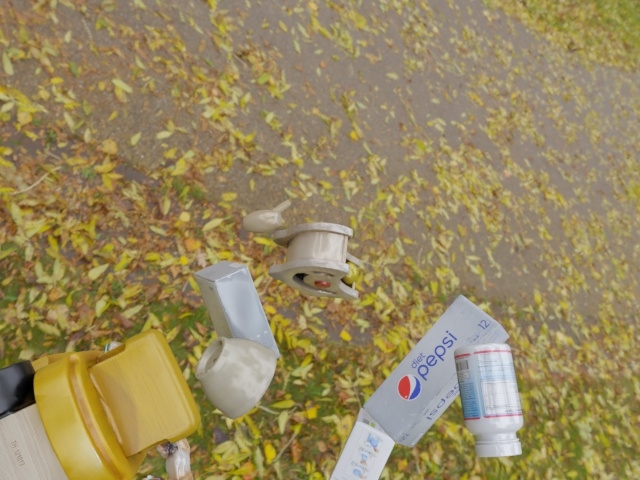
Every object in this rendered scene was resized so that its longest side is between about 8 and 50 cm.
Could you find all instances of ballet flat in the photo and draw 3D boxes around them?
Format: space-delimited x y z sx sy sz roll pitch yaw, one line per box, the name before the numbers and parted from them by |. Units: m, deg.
ballet flat | -0.516 0.328 1.434 0.067 0.206 0.073 6 54 -11

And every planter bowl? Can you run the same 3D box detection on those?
planter bowl | -0.182 0.262 1.115 0.109 0.162 0.162 40 44 -23

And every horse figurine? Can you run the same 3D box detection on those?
horse figurine | -0.358 0.525 1.305 0.174 0.066 0.263 39 20 -53

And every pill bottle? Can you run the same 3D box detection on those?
pill bottle | 0.257 0.241 0.838 0.087 0.087 0.160 11 66 -38

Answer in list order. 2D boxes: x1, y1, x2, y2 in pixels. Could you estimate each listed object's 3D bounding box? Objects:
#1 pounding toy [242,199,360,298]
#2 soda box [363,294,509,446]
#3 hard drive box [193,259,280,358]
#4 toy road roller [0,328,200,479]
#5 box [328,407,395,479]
pounding toy | 0.000 0.000 0.967 0.269 0.154 0.154 36 55 -55
soda box | 0.218 0.247 1.039 0.098 0.286 0.091 41 2 39
hard drive box | -0.202 0.174 1.310 0.089 0.181 0.232 -24 104 -24
toy road roller | -0.288 0.229 0.723 0.241 0.329 0.202 -24 86 -13
box | 0.099 0.537 1.352 0.103 0.203 0.114 25 3 9
